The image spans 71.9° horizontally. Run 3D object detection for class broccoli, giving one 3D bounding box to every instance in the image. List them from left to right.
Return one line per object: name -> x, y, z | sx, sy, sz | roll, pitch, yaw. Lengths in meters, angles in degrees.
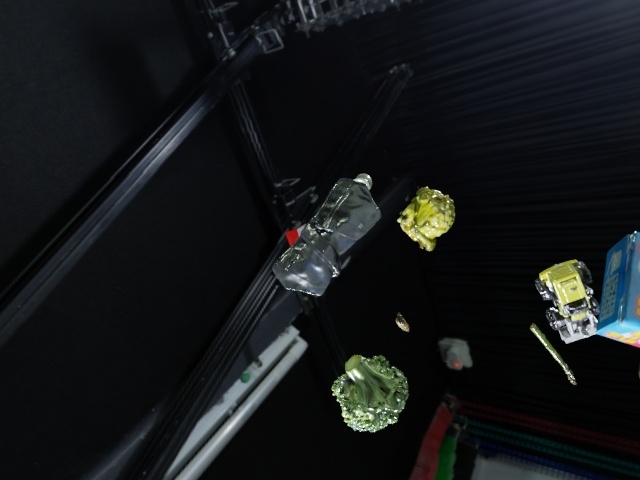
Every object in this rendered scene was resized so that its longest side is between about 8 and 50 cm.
broccoli -> 0.168, 0.531, 1.540 | 0.259, 0.288, 0.236 | 27, -82, -16

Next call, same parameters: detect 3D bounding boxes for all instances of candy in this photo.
candy -> 0.608, 0.109, 0.668 | 0.100, 0.305, 0.158 | 67, -140, -65

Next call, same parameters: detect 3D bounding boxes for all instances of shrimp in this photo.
shrimp -> 0.316, 0.323, 1.746 | 0.023, 0.059, 0.108 | -44, -61, -21

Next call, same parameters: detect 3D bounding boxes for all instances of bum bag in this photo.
bum bag -> 0.022, -0.007, 1.027 | 0.310, 0.137, 0.074 | -53, -7, -4

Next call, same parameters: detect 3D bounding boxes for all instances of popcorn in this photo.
popcorn -> 0.368, -0.081, 1.530 | 0.169, 0.218, 0.189 | 37, -87, -4

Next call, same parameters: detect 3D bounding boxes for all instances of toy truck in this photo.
toy truck -> 0.673, 0.176, 1.178 | 0.286, 0.136, 0.111 | 57, -161, -24

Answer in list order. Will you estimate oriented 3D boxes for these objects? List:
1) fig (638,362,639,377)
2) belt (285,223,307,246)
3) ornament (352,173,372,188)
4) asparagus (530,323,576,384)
fig -> 0.965, 0.366, 1.151 | 0.259, 0.151, 0.152 | 93, -172, -75
belt -> 0.000, 0.000, 1.353 | 0.128, 0.200, 0.124 | -20, -88, -68
ornament -> 0.159, -0.214, 1.698 | 0.156, 0.074, 0.081 | -50, -38, -74
asparagus -> 0.768, 0.373, 1.448 | 0.249, 0.025, 0.024 | 52, -151, -4
